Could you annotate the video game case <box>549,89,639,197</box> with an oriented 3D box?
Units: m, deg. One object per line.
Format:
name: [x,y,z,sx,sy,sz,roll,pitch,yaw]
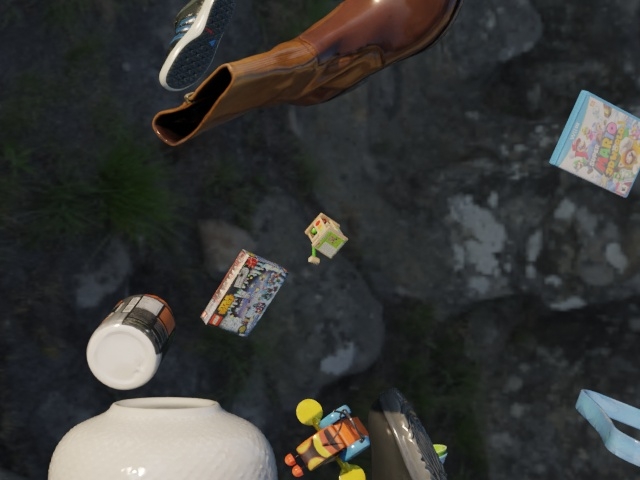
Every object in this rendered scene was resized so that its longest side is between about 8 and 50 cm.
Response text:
video game case: [0.434,-0.145,1.507,0.166,0.015,0.119,19,98,-31]

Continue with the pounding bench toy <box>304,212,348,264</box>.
pounding bench toy: [0.000,0.000,1.925,0.052,0.065,0.083,33,105,-32]

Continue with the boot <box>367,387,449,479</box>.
boot: [0.000,0.483,1.558,0.367,0.445,0.146,66,10,7]

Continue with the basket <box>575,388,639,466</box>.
basket: [0.443,0.251,1.117,0.255,0.289,0.201,-48,155,-83]

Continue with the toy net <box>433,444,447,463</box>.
toy net: [0.171,0.461,1.975,0.232,0.122,0.045,-13,97,-65]

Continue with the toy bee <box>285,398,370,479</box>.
toy bee: [0.006,0.396,1.955,0.162,0.195,0.298,-33,144,-1]

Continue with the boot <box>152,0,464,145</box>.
boot: [-0.009,-0.204,1.004,0.280,0.264,0.096,-25,91,-47]

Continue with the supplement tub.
supplement tub: [-0.303,0.159,1.619,0.190,0.117,0.116,-78,159,-77]

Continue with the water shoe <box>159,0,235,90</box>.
water shoe: [-0.217,-0.342,1.672,0.073,0.080,0.203,40,78,-47]

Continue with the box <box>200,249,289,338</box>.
box: [-0.125,0.090,1.642,0.094,0.027,0.137,25,102,-40]

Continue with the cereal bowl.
cereal bowl: [-0.232,0.312,1.476,0.339,0.339,0.141,6,84,-54]
